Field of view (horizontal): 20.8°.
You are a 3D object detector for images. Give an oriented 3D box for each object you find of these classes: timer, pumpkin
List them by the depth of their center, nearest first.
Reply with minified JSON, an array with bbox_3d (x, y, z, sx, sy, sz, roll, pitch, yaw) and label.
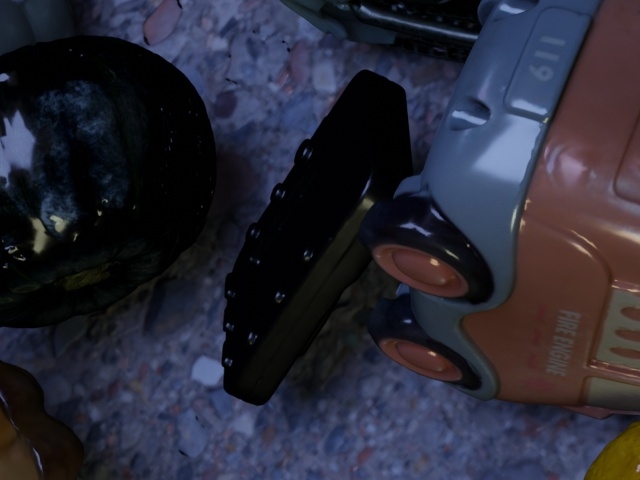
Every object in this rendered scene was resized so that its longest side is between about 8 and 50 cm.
[{"bbox_3d":[0.000,0.000,1.080,0.187,0.055,0.144,-56,20,29],"label":"timer"},{"bbox_3d":[-0.179,-0.039,1.146,0.233,0.233,0.163,-27,79,17],"label":"pumpkin"}]

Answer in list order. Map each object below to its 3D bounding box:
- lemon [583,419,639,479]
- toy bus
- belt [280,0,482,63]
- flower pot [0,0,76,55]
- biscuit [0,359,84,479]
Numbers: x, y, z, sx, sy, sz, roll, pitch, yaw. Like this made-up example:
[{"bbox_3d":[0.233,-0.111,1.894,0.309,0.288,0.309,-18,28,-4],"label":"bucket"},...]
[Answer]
[{"bbox_3d":[0.199,0.162,0.926,0.114,0.114,0.155,-29,61,16],"label":"lemon"},{"bbox_3d":[0.159,-0.015,0.937,0.232,0.288,0.194,17,67,12],"label":"toy bus"},{"bbox_3d":[0.078,-0.201,1.081,0.257,0.207,0.150,16,76,24],"label":"belt"},{"bbox_3d":[-0.304,-0.167,1.273,0.246,0.195,0.246,-13,62,26],"label":"flower pot"},{"bbox_3d":[-0.264,0.197,1.133,0.325,0.107,0.326,1,93,33],"label":"biscuit"}]
